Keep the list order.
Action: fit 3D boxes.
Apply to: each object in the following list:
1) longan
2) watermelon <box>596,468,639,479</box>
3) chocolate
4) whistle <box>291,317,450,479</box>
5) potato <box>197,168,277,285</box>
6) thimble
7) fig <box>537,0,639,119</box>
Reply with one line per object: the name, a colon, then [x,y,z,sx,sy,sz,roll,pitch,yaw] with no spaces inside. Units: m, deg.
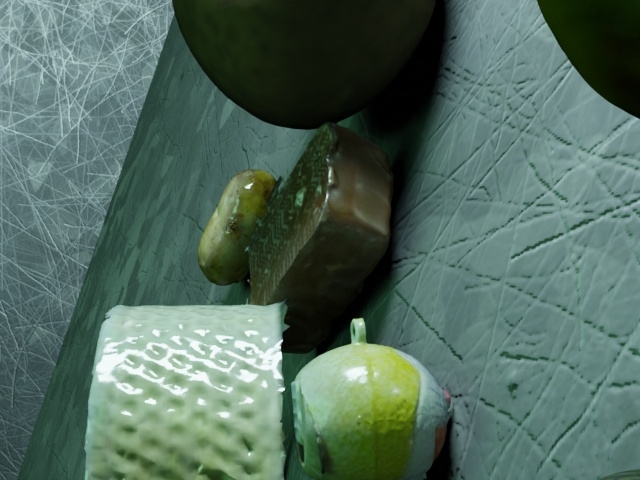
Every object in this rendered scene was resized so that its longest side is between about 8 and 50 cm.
longan: [-0.013,-0.271,0.917,0.288,0.289,0.350,-56,19,34]
watermelon: [0.140,0.137,0.377,0.105,0.105,0.133,-143,56,-69]
chocolate: [0.000,0.000,0.881,0.214,0.093,0.148,-53,28,41]
whistle: [0.042,0.166,0.646,0.123,0.123,0.223,157,110,-63]
potato: [-0.104,-0.016,1.176,0.170,0.080,0.107,-58,16,22]
thimble: [-0.101,0.178,0.764,0.271,0.150,0.270,-179,90,-86]
fig: [0.199,-0.141,0.388,0.230,0.207,0.207,21,91,36]
